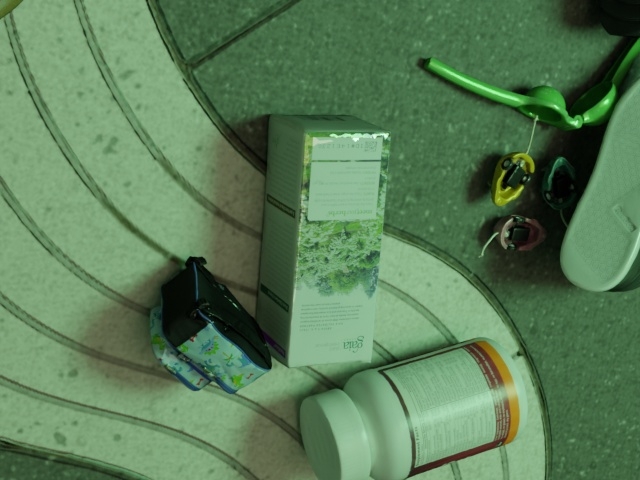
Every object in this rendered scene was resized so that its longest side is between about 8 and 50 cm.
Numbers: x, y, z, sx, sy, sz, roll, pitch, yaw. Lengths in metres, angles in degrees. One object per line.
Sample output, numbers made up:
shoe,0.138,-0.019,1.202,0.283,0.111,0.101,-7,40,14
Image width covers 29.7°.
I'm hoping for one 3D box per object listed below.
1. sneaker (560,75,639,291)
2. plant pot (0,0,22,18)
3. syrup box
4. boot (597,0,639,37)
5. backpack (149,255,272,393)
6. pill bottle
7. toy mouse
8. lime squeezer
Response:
sneaker,0.358,-0.070,1.327,0.295,0.104,0.147,-62,159,-1
plant pot,-0.312,-0.278,0.964,0.236,0.032,0.236,-11,110,-33
syrup box,0.000,0.000,1.185,0.093,0.096,0.237,-2,106,-24
boot,0.534,-0.380,1.304,0.445,0.146,0.367,0,114,-24
backpack,-0.107,0.093,1.159,0.084,0.105,0.114,-38,121,14
pill bottle,0.098,0.185,1.274,0.221,0.121,0.121,-14,111,-22
toy mouse,0.233,-0.040,1.325,0.143,0.031,0.161,27,94,-35
lime squeezer,0.259,-0.169,1.288,0.310,0.059,0.110,-15,111,-21
